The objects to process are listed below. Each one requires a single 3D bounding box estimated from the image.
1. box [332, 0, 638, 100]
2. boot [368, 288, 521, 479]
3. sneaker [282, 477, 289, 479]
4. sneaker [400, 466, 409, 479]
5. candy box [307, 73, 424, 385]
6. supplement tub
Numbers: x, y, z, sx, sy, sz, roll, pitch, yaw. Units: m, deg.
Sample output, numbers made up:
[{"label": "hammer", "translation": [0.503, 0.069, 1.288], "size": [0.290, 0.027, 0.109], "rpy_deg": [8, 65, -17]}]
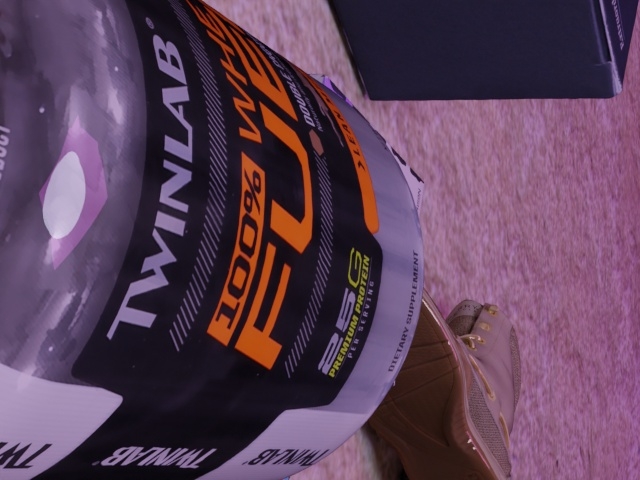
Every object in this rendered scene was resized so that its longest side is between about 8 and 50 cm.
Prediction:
[{"label": "box", "translation": [0.144, -0.347, 0.978], "size": [0.293, 0.212, 0.395], "rpy_deg": [66, 34, -44]}, {"label": "boot", "translation": [0.107, 0.099, 1.073], "size": [0.262, 0.095, 0.203], "rpy_deg": [61, 25, -21]}, {"label": "sneaker", "translation": [-0.078, 0.185, 0.700], "size": [0.125, 0.104, 0.261], "rpy_deg": [-24, 110, -44]}, {"label": "sneaker", "translation": [0.127, 0.324, 1.143], "size": [0.100, 0.108, 0.271], "rpy_deg": [-37, 110, -42]}, {"label": "candy box", "translation": [0.000, 0.000, 0.853], "size": [0.196, 0.070, 0.164], "rpy_deg": [38, 57, -60]}, {"label": "supplement tub", "translation": [-0.107, -0.008, 0.455], "size": [0.338, 0.207, 0.207], "rpy_deg": [21, 73, -65]}]
